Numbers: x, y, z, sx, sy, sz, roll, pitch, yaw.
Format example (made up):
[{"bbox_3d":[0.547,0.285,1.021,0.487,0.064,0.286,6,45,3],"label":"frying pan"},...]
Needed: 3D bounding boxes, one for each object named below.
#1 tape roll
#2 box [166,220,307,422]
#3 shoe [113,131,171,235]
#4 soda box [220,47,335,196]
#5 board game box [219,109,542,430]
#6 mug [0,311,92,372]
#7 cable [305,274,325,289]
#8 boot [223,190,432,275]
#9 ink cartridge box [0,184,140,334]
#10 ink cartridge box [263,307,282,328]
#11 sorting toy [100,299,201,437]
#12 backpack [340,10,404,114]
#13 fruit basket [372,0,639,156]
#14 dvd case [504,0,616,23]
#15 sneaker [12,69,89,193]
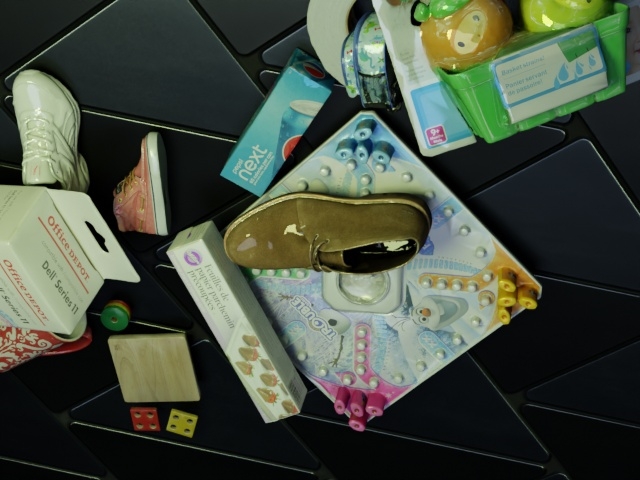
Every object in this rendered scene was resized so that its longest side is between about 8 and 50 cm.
[{"bbox_3d":[0.095,-0.301,1.710,0.219,0.072,0.219,4,123,6],"label":"tape roll"},{"bbox_3d":[-0.121,0.125,1.912,0.063,0.067,0.324,-20,113,20],"label":"box"},{"bbox_3d":[-0.273,-0.083,1.918,0.081,0.063,0.178,1,127,3],"label":"shoe"},{"bbox_3d":[-0.060,-0.167,1.826,0.071,0.067,0.210,30,123,-10],"label":"soda box"},{"bbox_3d":[0.062,0.062,1.911,0.390,0.050,0.390,-39,105,25],"label":"board game box"},{"bbox_3d":[-0.469,0.157,2.083,0.169,0.113,0.150,-28,112,28],"label":"mug"},{"bbox_3d":[0.033,0.014,1.947,0.184,0.047,0.151,14,119,3],"label":"cable"},{"bbox_3d":[0.000,0.000,1.797,0.305,0.115,0.112,-7,117,15],"label":"boot"},{"bbox_3d":[-0.469,0.026,1.910,0.353,0.119,0.207,3,138,30],"label":"ink cartridge box"},{"bbox_3d":[-0.095,0.144,2.043,0.122,0.052,0.088,-19,116,19],"label":"ink cartridge box"},{"bbox_3d":[-0.269,0.209,2.118,0.132,0.046,0.275,-3,122,11],"label":"sorting toy"},{"bbox_3d":[0.074,-0.238,1.648,0.084,0.105,0.114,7,127,22],"label":"backpack"},{"bbox_3d":[0.227,-0.307,1.532,0.327,0.165,0.353,-20,116,-3],"label":"fruit basket"},{"bbox_3d":[0.265,-0.345,1.629,0.238,0.029,0.179,-21,119,-2],"label":"dvd case"},{"bbox_3d":[-0.402,-0.135,1.875,0.090,0.115,0.232,-5,122,13],"label":"sneaker"}]
